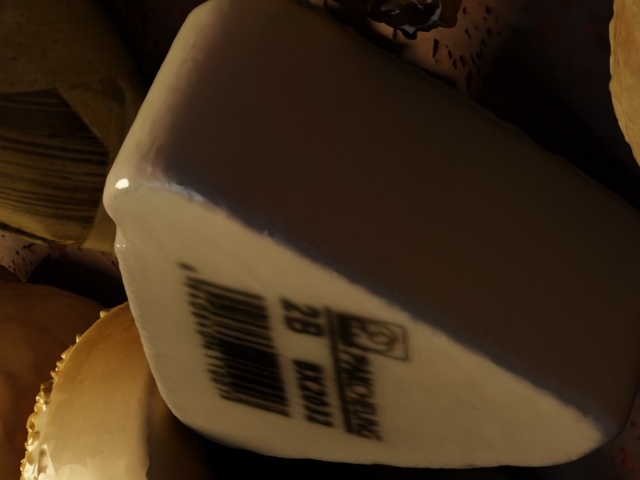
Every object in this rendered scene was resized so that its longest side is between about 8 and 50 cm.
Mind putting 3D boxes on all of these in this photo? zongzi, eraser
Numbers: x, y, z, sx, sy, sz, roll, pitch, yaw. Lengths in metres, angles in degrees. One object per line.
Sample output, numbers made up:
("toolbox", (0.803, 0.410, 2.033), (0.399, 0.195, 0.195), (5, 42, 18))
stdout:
("zongzi", (-0.191, -0.225, 1.264), (0.467, 0.218, 0.500), (16, 131, -4))
("eraser", (0.000, 0.000, 1.128), (0.331, 0.150, 0.331), (18, 150, 11))

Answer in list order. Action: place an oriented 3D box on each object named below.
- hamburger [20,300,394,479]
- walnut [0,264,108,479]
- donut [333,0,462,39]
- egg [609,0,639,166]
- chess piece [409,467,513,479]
("hamburger", (-0.083, 0.179, 1.377), (0.170, 0.302, 0.302), (-22, 107, 39))
("walnut", (-0.306, 0.193, 1.608), (0.381, 0.381, 0.381), (29, 141, 27))
("donut", (-0.018, -0.223, 1.076), (0.259, 0.101, 0.152), (25, 138, 33))
("egg", (0.235, -0.073, 0.852), (0.203, 0.203, 0.245), (-16, 109, 53))
("chess piece", (0.137, 0.271, 1.370), (0.144, 0.144, 0.251), (-17, 104, 54))
